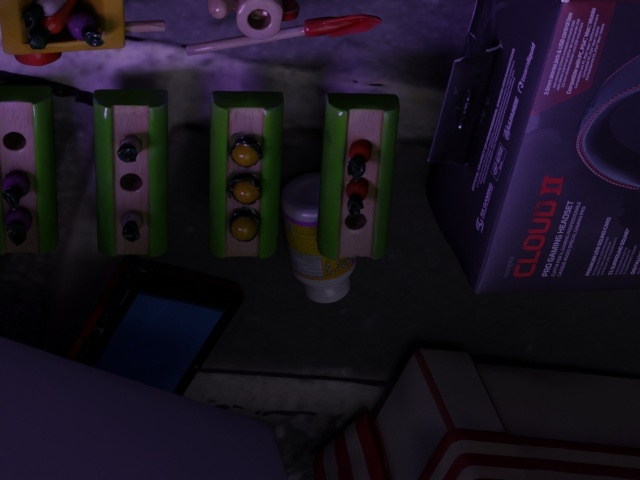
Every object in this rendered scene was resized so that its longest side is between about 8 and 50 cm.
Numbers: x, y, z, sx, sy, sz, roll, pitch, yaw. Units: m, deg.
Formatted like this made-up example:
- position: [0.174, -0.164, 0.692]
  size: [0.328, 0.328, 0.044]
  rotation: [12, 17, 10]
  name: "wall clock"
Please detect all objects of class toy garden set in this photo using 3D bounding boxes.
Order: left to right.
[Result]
- position: [-0.075, -0.069, 1.017]
  size: [0.244, 0.049, 0.203]
  rotation: [0, 126, -4]
  name: "toy garden set"

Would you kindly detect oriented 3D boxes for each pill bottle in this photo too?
- position: [0.000, 0.000, 1.135]
  size: [0.043, 0.043, 0.083]
  rotation: [-14, 132, -7]
  name: "pill bottle"

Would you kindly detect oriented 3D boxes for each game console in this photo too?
- position: [-0.126, 0.091, 1.146]
  size: [0.085, 0.124, 0.144]
  rotation: [30, 117, -6]
  name: "game console"

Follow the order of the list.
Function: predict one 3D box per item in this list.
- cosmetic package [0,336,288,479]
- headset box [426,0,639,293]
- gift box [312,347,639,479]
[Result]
- position: [-0.221, 0.297, 0.986]
  size: [0.329, 0.327, 0.393]
  rotation: [21, 112, -23]
  name: "cosmetic package"
- position: [0.207, -0.083, 1.089]
  size: [0.293, 0.110, 0.218]
  rotation: [-1, 129, -18]
  name: "headset box"
- position: [0.131, 0.259, 1.258]
  size: [0.258, 0.255, 0.276]
  rotation: [9, 122, -27]
  name: "gift box"
